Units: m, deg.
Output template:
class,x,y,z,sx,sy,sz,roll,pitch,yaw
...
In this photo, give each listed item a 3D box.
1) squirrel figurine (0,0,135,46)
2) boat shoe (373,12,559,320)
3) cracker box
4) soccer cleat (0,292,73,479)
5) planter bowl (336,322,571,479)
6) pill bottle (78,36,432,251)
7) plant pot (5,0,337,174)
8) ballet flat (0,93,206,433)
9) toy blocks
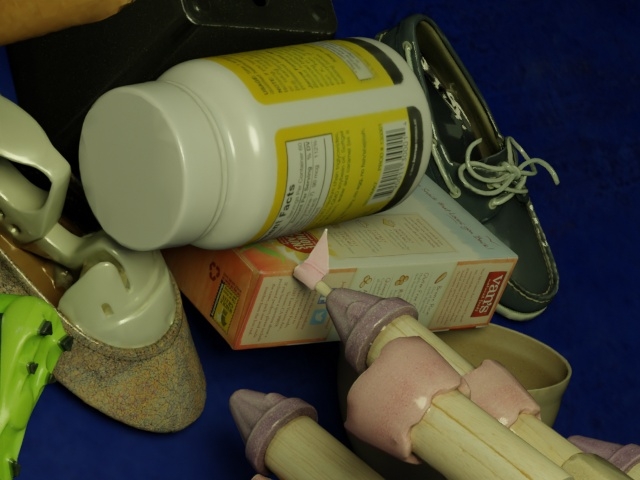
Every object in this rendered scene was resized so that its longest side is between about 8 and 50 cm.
class,x,y,z,sx,sy,sz,roll,pitch,yaw
squirrel figurine,-0.308,-0.284,1.030,0.281,0.397,0.370,-88,163,-71
boat shoe,0.119,-0.059,1.455,0.095,0.079,0.254,-21,81,-44
cracker box,0.000,0.000,1.289,0.232,0.067,0.156,-3,34,-39
soccer cleat,-0.213,0.113,1.116,0.179,0.072,0.060,-66,149,-20
planter bowl,0.083,0.124,1.287,0.162,0.162,0.109,-2,110,-40
pill bottle,-0.039,-0.059,1.163,0.208,0.119,0.119,-13,76,-44
plant pot,-0.097,-0.162,1.278,0.187,0.167,0.188,-1,69,-39
ballet flat,-0.172,-0.004,1.173,0.316,0.106,0.107,45,48,-11
toy blocks,0.031,0.182,1.139,0.260,0.288,0.309,36,11,29
